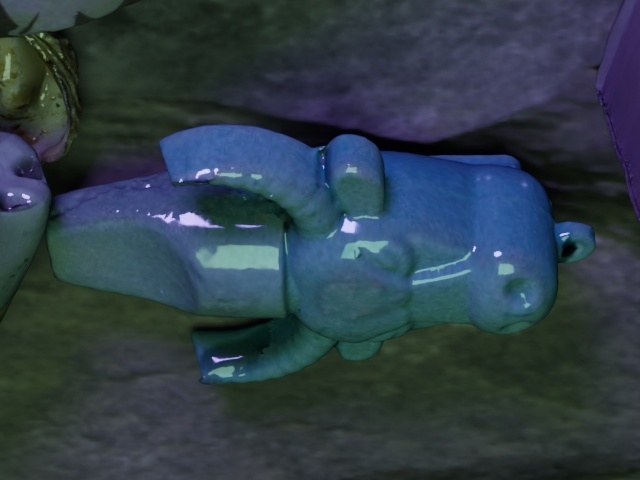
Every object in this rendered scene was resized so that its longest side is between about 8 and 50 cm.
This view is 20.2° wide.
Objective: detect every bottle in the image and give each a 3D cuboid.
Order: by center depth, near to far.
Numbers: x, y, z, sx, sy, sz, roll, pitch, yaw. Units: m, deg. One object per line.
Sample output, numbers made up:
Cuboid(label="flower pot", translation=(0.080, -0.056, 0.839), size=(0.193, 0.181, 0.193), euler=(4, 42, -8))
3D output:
Cuboid(label="bottle", translation=(-0.218, 0.055, 0.928), size=(0.083, 0.083, 0.270), euler=(24, 126, -13))

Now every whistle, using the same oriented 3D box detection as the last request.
Cuboid(label="whistle", translation=(0.000, 0.000, 0.900), size=(0.274, 0.093, 0.186), euler=(0, 143, 3))

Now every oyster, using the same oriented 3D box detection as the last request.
Cuboid(label="oyster", translation=(-0.150, -0.079, 0.893), size=(0.080, 0.038, 0.083), euler=(35, 131, -12))

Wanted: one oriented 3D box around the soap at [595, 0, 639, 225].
Cuboid(label="soap", translation=(0.282, -0.017, 0.782), size=(0.285, 0.296, 0.107), euler=(15, 118, -6))

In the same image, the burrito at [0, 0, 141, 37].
Cuboid(label="burrito", translation=(-0.033, -0.205, 0.788), size=(0.445, 0.101, 0.139), euler=(-35, 118, 14))
